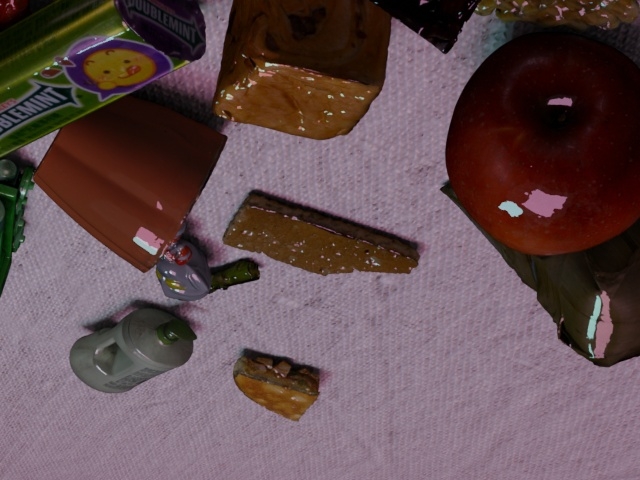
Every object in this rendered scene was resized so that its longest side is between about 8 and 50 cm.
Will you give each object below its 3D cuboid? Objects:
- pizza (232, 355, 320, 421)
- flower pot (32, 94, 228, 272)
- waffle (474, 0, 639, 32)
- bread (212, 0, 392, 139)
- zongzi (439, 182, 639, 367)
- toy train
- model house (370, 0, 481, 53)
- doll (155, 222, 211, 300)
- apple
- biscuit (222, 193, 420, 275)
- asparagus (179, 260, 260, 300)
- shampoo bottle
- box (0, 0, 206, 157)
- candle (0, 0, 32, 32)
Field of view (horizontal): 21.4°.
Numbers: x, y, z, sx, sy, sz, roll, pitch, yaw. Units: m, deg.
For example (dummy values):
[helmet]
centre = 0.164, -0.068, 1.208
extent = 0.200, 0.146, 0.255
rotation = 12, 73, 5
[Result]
[pizza]
centre = -0.055, 0.222, 2.566
extent = 0.134, 0.046, 0.175
rotation = 0, 150, 24
[flower pot]
centre = -0.227, -0.080, 1.938
extent = 0.173, 0.190, 0.190
rotation = 29, 150, -10
[waffle]
centre = 0.216, -0.253, 1.573
extent = 0.183, 0.036, 0.169
rotation = 6, 150, 12
[bread]
centre = -0.014, -0.192, 1.667
extent = 0.158, 0.149, 0.143
rotation = 19, 155, -13
[zongzi]
centre = 0.344, -0.011, 1.905
extent = 0.323, 0.160, 0.360
rotation = -8, -154, -26
[toy train]
centre = -0.427, -0.017, 2.199
extent = 0.085, 0.119, 0.251
rotation = 16, 154, -4
[model house]
centre = 0.076, -0.274, 1.500
extent = 0.203, 0.141, 0.164
rotation = 40, 162, 4
[doll]
centre = -0.187, 0.026, 2.235
extent = 0.094, 0.079, 0.180
rotation = 31, 155, 29
[apple]
centre = 0.233, -0.093, 1.675
extent = 0.218, 0.218, 0.201
rotation = 11, 169, 3
[biscuit]
centre = 0.001, 0.006, 2.159
extent = 0.237, 0.026, 0.131
rotation = 17, 154, -11
[asparagus]
centre = -0.145, 0.058, 2.314
extent = 0.036, 0.030, 0.165
rotation = 0, 166, -43
[shampoo bottle]
centre = -0.266, 0.157, 2.489
extent = 0.118, 0.087, 0.234
rotation = 27, 149, -26
[box]
centre = -0.290, -0.177, 1.801
extent = 0.345, 0.097, 0.134
rotation = -21, 151, 34
[candle]
centre = -0.333, -0.248, 1.814
extent = 0.053, 0.048, 0.162
rotation = -11, 161, -20
